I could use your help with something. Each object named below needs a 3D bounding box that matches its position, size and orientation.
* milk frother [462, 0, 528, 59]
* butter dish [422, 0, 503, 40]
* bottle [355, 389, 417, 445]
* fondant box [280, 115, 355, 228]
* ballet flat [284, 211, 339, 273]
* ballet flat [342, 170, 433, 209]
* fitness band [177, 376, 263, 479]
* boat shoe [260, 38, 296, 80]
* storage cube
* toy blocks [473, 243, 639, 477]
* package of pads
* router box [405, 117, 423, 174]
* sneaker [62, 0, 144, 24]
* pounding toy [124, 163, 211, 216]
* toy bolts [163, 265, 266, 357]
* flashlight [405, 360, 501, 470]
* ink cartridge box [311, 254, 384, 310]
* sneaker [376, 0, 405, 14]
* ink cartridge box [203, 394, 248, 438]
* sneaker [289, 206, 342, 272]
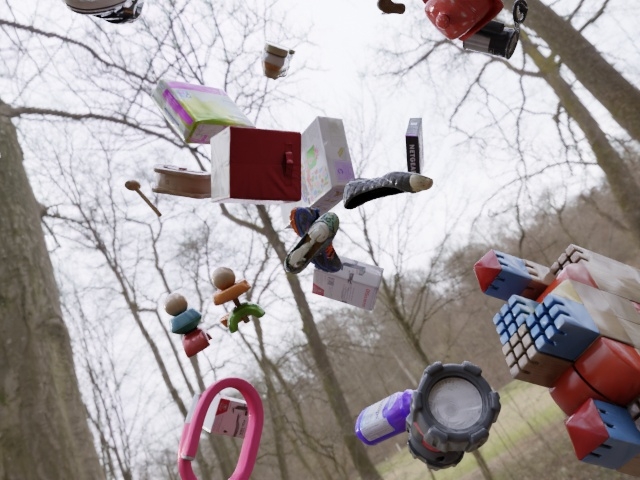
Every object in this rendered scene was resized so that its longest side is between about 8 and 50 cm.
[{"bbox_3d":[0.490,-0.599,1.497,0.143,0.135,0.129,-56,-27,-17],"label":"milk frother"},{"bbox_3d":[0.309,-0.536,1.250,0.118,0.160,0.160,-52,12,-27],"label":"butter dish"},{"bbox_3d":[0.222,0.504,1.558,0.283,0.092,0.118,-42,7,39],"label":"bottle"},{"bbox_3d":[-0.027,-0.203,1.695,0.096,0.238,0.330,-1,-20,-30],"label":"fondant box"},{"bbox_3d":[-0.022,0.008,1.312,0.188,0.070,0.070,-54,-28,7],"label":"ballet flat"},{"bbox_3d":[0.101,-0.074,0.815,0.057,0.049,0.173,18,-13,-37],"label":"ballet flat"},{"bbox_3d":[-0.242,0.490,1.346,0.209,0.290,0.054,33,-34,-32],"label":"fitness band"},{"bbox_3d":[-0.152,-0.602,1.788,0.302,0.113,0.103,-77,7,-69],"label":"boat shoe"},{"bbox_3d":[-0.174,-0.192,1.415,0.193,0.183,0.215,0,1,-25],"label":"storage cube"},{"bbox_3d":[0.342,0.129,0.659,0.261,0.381,0.190,18,-56,-13],"label":"toy blocks"},{"bbox_3d":[-0.382,-0.423,1.802,0.296,0.229,0.101,-12,-33,-55],"label":"package of pads"},{"bbox_3d":[0.312,-0.297,1.771,0.046,0.133,0.178,1,-52,17],"label":"router box"},{"bbox_3d":[-0.526,-0.601,1.348,0.321,0.126,0.127,-66,0,-49],"label":"sneaker"},{"bbox_3d":[-0.465,-0.158,1.705,0.270,0.154,0.154,9,12,3],"label":"pounding toy"},{"bbox_3d":[-0.284,0.168,1.379,0.229,0.158,0.218,-29,6,-11],"label":"toy bolts"},{"bbox_3d":[0.171,0.257,0.730,0.103,0.103,0.304,-5,-33,6],"label":"flashlight"},{"bbox_3d":[0.090,0.135,1.785,0.158,0.218,0.092,96,-165,-55],"label":"ink cartridge box"},{"bbox_3d":[0.184,-0.671,1.538,0.118,0.067,0.042,-10,-64,-44],"label":"sneaker"},{"bbox_3d":[-0.253,0.504,1.531,0.135,0.099,0.056,25,-16,-33],"label":"ink cartridge box"},{"bbox_3d":[0.000,0.000,1.463,0.087,0.221,0.083,-12,32,38],"label":"sneaker"}]
